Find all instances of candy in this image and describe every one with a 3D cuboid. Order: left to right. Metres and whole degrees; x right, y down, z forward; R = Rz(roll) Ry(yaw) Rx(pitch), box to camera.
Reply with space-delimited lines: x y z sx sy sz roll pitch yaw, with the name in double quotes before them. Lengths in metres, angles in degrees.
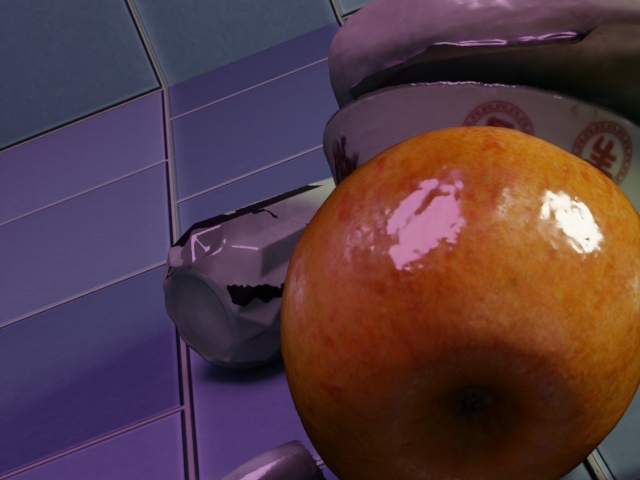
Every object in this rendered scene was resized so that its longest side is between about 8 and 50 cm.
"candy" 0.216 -0.158 1.780 0.426 0.386 0.186 -2 65 17

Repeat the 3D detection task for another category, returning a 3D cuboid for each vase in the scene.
"vase" 0.000 0.000 2.026 0.360 0.165 0.165 -31 20 -38

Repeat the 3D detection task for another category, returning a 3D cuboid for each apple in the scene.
"apple" 0.114 0.068 1.484 0.299 0.299 0.275 -15 33 21

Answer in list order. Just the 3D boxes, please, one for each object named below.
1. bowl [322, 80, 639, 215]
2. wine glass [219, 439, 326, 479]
"bowl" 0.155 -0.004 1.744 0.337 0.337 0.158 -8 62 37
"wine glass" -0.088 0.232 1.587 0.198 0.066 0.066 -27 19 -20
